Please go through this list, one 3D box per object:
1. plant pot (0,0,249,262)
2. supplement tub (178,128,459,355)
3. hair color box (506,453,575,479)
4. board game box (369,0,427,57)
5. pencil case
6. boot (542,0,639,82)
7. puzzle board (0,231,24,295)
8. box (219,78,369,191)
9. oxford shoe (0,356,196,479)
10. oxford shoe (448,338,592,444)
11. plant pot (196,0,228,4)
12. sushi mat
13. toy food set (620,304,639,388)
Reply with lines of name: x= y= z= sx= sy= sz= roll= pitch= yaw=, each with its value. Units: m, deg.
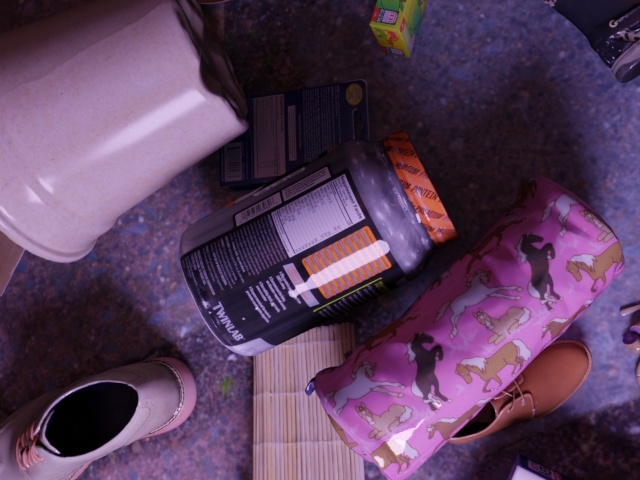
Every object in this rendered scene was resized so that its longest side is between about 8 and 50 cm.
plant pot: x=-0.276 y=-0.184 z=0.914 sx=0.305 sy=0.334 sz=0.334 roll=-25 pitch=75 yaw=8
supplement tub: x=0.000 y=0.000 z=0.868 sx=0.316 sy=0.193 sz=0.194 roll=-26 pitch=75 yaw=10
hair color box: x=0.348 y=0.396 z=0.749 sx=0.347 sy=0.105 sz=0.174 roll=22 pitch=88 yaw=19
board game box: x=0.122 y=-0.357 z=0.939 sx=0.043 sy=0.092 sz=0.181 roll=16 pitch=87 yaw=19
pencil case: x=0.170 y=0.098 z=0.797 sx=0.386 sy=0.160 sz=0.167 roll=-42 pitch=58 yaw=0
boot: x=0.408 y=-0.334 z=0.856 sx=0.236 sy=0.085 sz=0.178 roll=-42 pitch=70 yaw=7
puzzle board: x=-0.524 y=0.013 z=1.118 sx=0.096 sy=0.011 sz=0.128 roll=27 pitch=89 yaw=20
box: x=-0.037 y=-0.148 z=0.983 sx=0.225 sy=0.036 sz=0.136 roll=-4 pitch=80 yaw=18
oxford shoe: x=-0.375 y=0.267 z=0.961 sx=0.397 sy=0.146 sz=0.140 roll=-30 pitch=75 yaw=11
oxford shoe: x=0.235 y=0.189 z=0.831 sx=0.212 sy=0.076 sz=0.076 roll=-34 pitch=72 yaw=7
plant pot: x=-0.155 y=-0.474 z=1.073 sx=0.236 sy=0.032 sz=0.236 roll=-2 pitch=81 yaw=16
sushi mat: x=-0.019 y=0.263 z=0.882 sx=0.151 sy=0.019 sz=0.317 roll=-9 pitch=64 yaw=13
toy food set: x=0.407 y=0.133 z=0.816 sx=0.078 sy=0.019 sz=0.122 roll=-19 pitch=77 yaw=13
